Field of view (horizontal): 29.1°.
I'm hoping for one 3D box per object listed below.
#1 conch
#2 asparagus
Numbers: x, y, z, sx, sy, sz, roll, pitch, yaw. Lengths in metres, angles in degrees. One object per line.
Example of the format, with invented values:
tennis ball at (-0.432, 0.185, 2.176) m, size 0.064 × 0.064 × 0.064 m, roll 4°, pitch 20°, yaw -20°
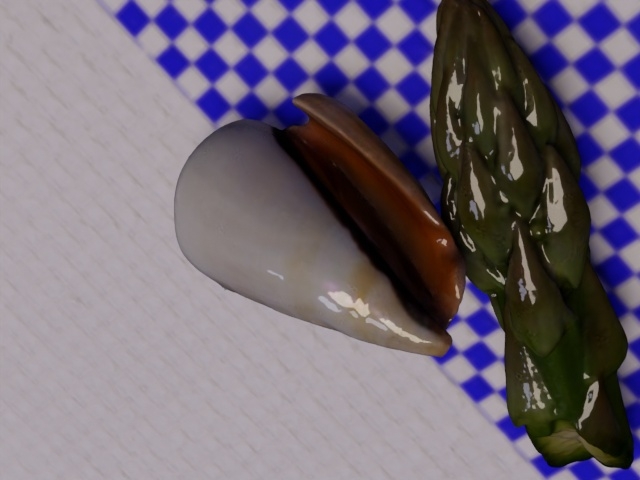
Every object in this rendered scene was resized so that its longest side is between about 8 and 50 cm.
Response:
conch at (-0.003, -0.008, 0.611) m, size 0.176 × 0.104 × 0.094 m, roll 27°, pitch 150°, yaw 45°
asparagus at (0.105, 0.011, 0.612) m, size 0.080 × 0.080 × 0.287 m, roll -9°, pitch 110°, yaw 23°
